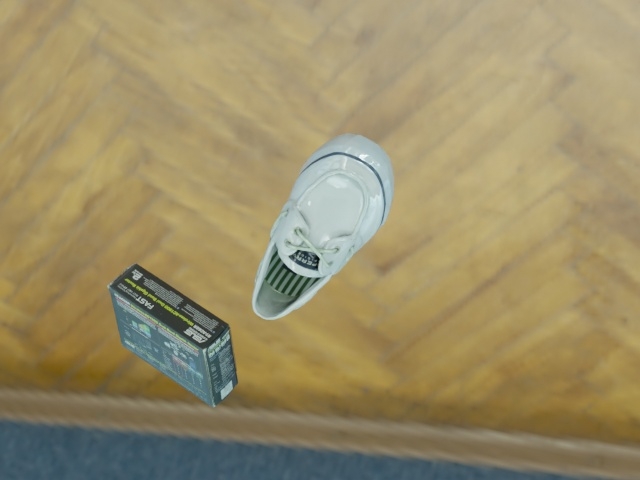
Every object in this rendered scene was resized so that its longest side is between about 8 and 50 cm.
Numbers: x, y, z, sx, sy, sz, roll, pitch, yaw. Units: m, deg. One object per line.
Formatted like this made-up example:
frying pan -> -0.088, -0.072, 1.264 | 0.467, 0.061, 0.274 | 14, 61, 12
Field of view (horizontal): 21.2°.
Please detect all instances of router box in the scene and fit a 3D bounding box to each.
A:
router box -> -0.135, 0.087, 1.573 | 0.122, 0.038, 0.092 | 31, 149, 26

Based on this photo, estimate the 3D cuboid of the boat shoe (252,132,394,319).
boat shoe -> 0.000, 0.000, 1.453 | 0.083, 0.076, 0.226 | 27, 144, 1
